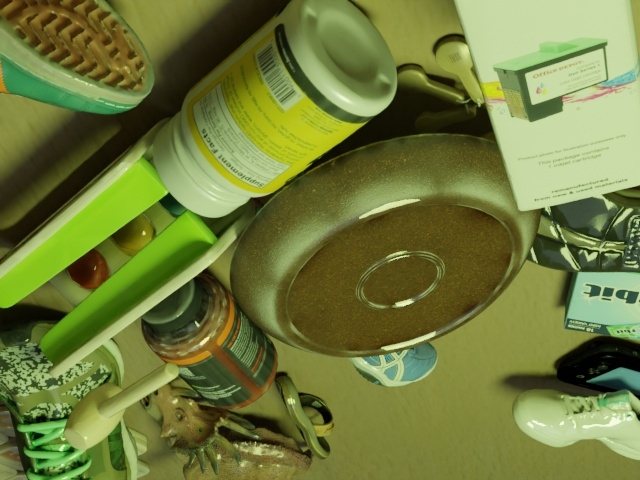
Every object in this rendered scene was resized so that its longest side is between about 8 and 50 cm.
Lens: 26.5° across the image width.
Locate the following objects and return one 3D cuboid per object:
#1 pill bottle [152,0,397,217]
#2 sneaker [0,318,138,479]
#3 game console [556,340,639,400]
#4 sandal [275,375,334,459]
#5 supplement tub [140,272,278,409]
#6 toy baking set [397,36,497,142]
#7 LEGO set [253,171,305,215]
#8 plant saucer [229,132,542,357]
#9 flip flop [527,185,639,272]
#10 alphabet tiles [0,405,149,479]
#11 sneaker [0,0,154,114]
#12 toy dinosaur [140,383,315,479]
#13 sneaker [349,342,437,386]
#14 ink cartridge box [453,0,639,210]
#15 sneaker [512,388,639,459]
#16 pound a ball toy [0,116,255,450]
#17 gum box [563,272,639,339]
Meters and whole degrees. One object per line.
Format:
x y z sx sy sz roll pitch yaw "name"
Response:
-0.044 -0.111 1.166 0.119 0.119 0.208 23 138 -36 "pill bottle"
-0.295 0.249 1.600 0.158 0.182 0.410 -10 138 1 "sneaker"
0.459 0.201 1.788 0.361 0.044 0.213 17 140 -30 "game console"
-0.011 0.223 1.737 0.049 0.072 0.180 -29 141 -5 "sandal"
-0.128 0.103 1.489 0.106 0.106 0.198 -15 145 14 "supplement tub"
0.164 -0.103 1.270 0.197 0.030 0.256 5 135 4 "toy baking set"
0.000 0.000 1.394 0.287 0.107 0.132 29 99 -35 "LEGO set"
0.070 0.023 1.283 0.311 0.050 0.310 -11 144 -9 "plant saucer"
0.296 -0.028 1.370 0.277 0.080 0.112 8 122 0 "flip flop"
-0.378 0.297 1.822 0.284 0.021 0.278 -24 142 26 "alphabet tiles"
-0.283 -0.165 1.068 0.302 0.108 0.121 23 138 -25 "sneaker"
-0.099 0.276 1.750 0.296 0.127 0.200 6 138 -28 "toy dinosaur"
0.068 0.108 1.551 0.081 0.080 0.211 -28 142 35 "sneaker"
0.162 -0.186 1.009 0.117 0.201 0.278 -13 146 11 "ink cartridge box"
0.350 0.216 1.716 0.212 0.080 0.094 12 144 -16 "sneaker"
-0.187 0.045 1.335 0.208 0.136 0.319 48 127 -9 "pound a ball toy"
0.360 0.049 1.509 0.157 0.041 0.184 8 148 6 "gum box"
